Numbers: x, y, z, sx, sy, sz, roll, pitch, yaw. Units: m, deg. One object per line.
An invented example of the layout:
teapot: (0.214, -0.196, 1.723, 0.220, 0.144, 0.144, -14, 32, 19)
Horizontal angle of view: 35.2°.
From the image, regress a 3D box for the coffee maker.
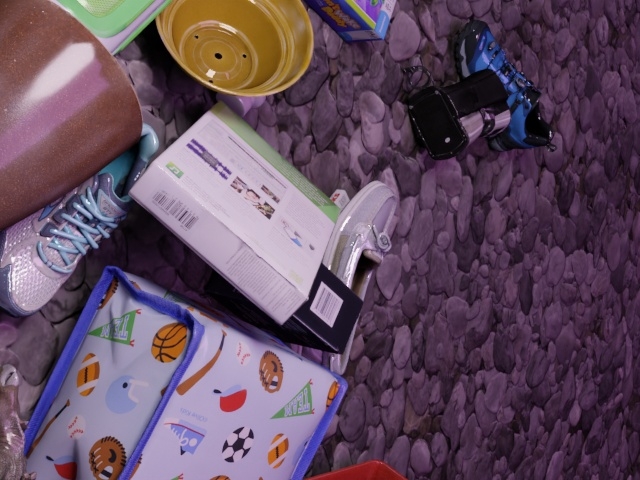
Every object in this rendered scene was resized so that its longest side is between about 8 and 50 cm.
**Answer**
coffee maker: (0.252, -0.250, 1.820, 0.178, 0.120, 0.171, -30, 116, -46)

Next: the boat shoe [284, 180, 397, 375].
boat shoe: (0.052, 0.057, 1.592, 0.321, 0.103, 0.118, -63, 157, -18)

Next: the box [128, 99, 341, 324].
box: (-0.091, -0.048, 1.266, 0.232, 0.058, 0.322, 42, 22, -7)

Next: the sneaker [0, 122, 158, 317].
sneaker: (-0.287, -0.038, 1.175, 0.110, 0.122, 0.283, 46, 59, -42)

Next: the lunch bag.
lunch bag: (-0.188, 0.278, 1.261, 0.327, 0.238, 0.386, 32, 86, -49)

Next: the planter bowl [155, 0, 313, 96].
planter bowl: (-0.125, -0.265, 1.344, 0.217, 0.090, 0.217, 10, 64, -21)

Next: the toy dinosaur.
toy dinosaur: (-0.389, 0.292, 1.087, 0.314, 0.160, 0.121, -55, 145, -20)

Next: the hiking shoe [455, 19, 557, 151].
hiking shoe: (0.362, -0.300, 1.938, 0.113, 0.132, 0.304, -58, 134, -29)

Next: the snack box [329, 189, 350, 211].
snack box: (0.000, 0.000, 1.614, 0.178, 0.022, 0.064, -53, 134, -33)

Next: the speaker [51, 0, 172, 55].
speaker: (-0.246, -0.310, 1.190, 0.297, 0.131, 0.131, -54, 132, -32)

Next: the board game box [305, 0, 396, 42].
board game box: (0.057, -0.521, 1.577, 0.233, 0.078, 0.347, 34, 69, -48)

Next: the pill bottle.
pill bottle: (-0.095, -0.230, 1.433, 0.120, 0.067, 0.067, -54, 132, -32)

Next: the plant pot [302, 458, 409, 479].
plant pot: (0.074, 0.535, 1.589, 0.267, 0.267, 0.236, 0, 115, -51)

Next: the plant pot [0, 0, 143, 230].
plant pot: (-0.339, -0.103, 1.036, 0.230, 0.215, 0.215, -52, 131, -30)

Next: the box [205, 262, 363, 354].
box: (-0.050, 0.081, 1.453, 0.156, 0.158, 0.093, 44, 62, -45)
